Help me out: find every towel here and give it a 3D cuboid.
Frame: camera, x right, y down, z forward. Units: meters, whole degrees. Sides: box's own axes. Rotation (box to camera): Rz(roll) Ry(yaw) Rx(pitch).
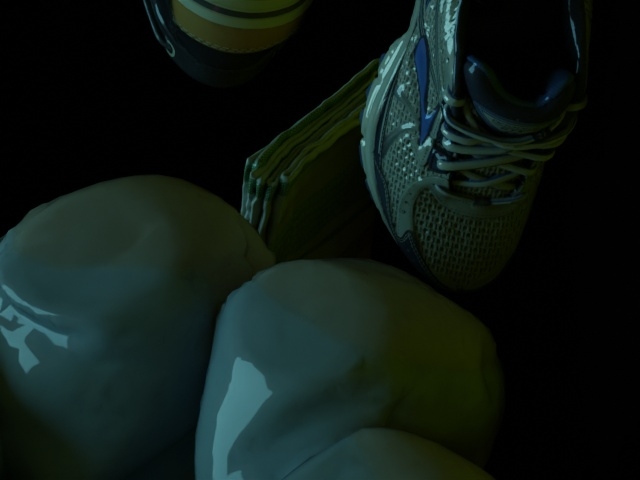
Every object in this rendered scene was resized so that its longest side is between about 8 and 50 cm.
[{"bbox_3d":[0.000,0.000,0.914,0.113,0.023,0.152,-40,-32,-40],"label":"towel"}]

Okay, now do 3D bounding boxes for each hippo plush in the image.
[{"bbox_3d":[-0.027,0.151,0.554,0.236,0.234,0.294,62,-159,-48],"label":"hippo plush"}]

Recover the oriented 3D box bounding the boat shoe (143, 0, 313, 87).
[{"bbox_3d":[-0.090,-0.342,1.726,0.156,0.186,0.500,109,161,-50],"label":"boat shoe"}]

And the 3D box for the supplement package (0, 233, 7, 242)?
[{"bbox_3d":[-0.091,0.096,1.127,0.262,0.198,0.199,-141,56,-85],"label":"supplement package"}]

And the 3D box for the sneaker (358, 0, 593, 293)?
[{"bbox_3d":[0.042,-0.039,0.500,0.058,0.052,0.135,-105,17,-57],"label":"sneaker"}]
